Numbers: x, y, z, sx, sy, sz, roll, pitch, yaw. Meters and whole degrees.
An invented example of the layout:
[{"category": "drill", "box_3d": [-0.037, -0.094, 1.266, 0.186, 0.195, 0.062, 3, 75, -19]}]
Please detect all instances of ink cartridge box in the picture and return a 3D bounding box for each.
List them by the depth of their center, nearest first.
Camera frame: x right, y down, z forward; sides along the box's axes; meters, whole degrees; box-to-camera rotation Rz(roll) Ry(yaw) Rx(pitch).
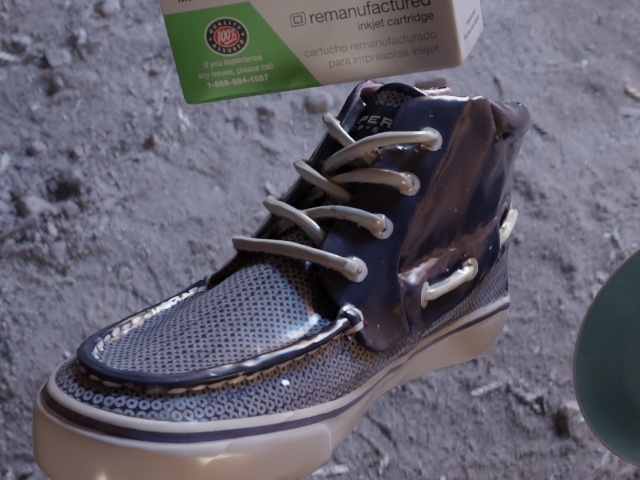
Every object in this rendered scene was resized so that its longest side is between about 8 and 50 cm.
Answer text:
[{"category": "ink cartridge box", "box_3d": [-0.018, -0.258, 0.694, 0.211, 0.289, 0.121, -6, 22, 19]}]

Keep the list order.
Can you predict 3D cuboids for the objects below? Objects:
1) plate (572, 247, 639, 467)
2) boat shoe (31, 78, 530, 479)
[{"category": "plate", "box_3d": [0.256, 0.070, 0.682, 0.188, 0.024, 0.188, -33, 38, 31]}, {"category": "boat shoe", "box_3d": [0.000, 0.000, 0.505, 0.127, 0.158, 0.340, 15, 18, 29]}]
